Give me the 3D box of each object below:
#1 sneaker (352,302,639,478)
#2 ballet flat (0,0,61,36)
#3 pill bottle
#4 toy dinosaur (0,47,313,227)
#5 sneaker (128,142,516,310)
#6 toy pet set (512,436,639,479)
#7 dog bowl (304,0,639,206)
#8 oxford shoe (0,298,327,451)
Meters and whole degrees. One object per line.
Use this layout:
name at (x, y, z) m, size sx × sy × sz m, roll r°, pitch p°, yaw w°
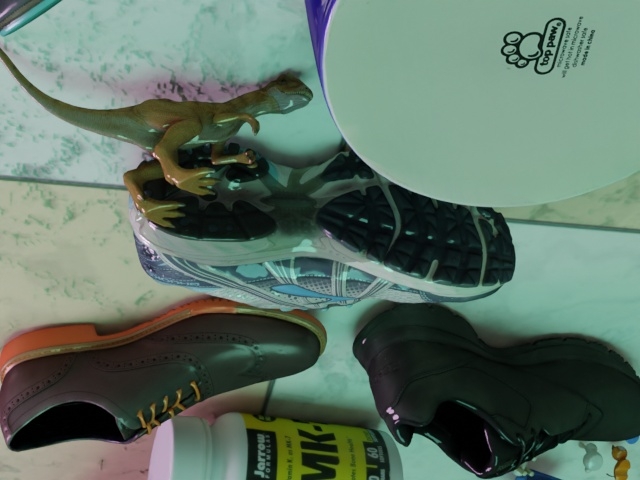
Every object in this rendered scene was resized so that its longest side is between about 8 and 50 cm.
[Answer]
sneaker at (0.162, 0.148, 1.051) m, size 0.286 × 0.130 × 0.109 m, roll 11°, pitch 132°, yaw -21°
ballet flat at (-0.124, -0.189, 0.706) m, size 0.203 × 0.074 × 0.074 m, roll -23°, pitch 135°, yaw 25°
pill bottle at (-0.042, 0.216, 1.102) m, size 0.209 × 0.119 × 0.119 m, roll 9°, pitch 134°, yaw -18°
toy dinosaur at (-0.111, -0.072, 0.815) m, size 0.212 × 0.112 × 0.064 m, roll -1°, pitch 148°, yaw -15°
sneaker at (0.000, 0.000, 0.909) m, size 0.283 × 0.110 × 0.122 m, roll 9°, pitch 147°, yaw -7°
toy pet set at (0.230, 0.222, 1.207) m, size 0.122 × 0.065 × 0.114 m, roll 9°, pitch 100°, yaw -21°
dog bowl at (0.124, -0.146, 0.751) m, size 0.265 × 0.104 × 0.264 m, roll -4°, pitch 137°, yaw -4°
oxford shoe at (-0.126, 0.118, 1.001) m, size 0.272 × 0.098 × 0.096 m, roll -11°, pitch 137°, yaw 4°
